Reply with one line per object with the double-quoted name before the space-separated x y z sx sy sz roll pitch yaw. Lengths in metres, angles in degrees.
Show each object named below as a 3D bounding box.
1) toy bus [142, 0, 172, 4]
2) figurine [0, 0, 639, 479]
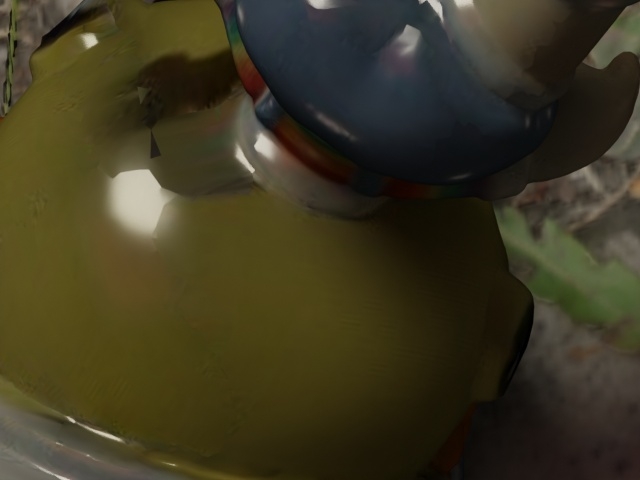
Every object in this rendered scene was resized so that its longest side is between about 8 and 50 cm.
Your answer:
"toy bus" -0.002 -0.147 0.757 0.142 0.142 0.202 1 78 28
"figurine" -0.026 -0.018 0.613 0.224 0.382 0.205 23 44 7
